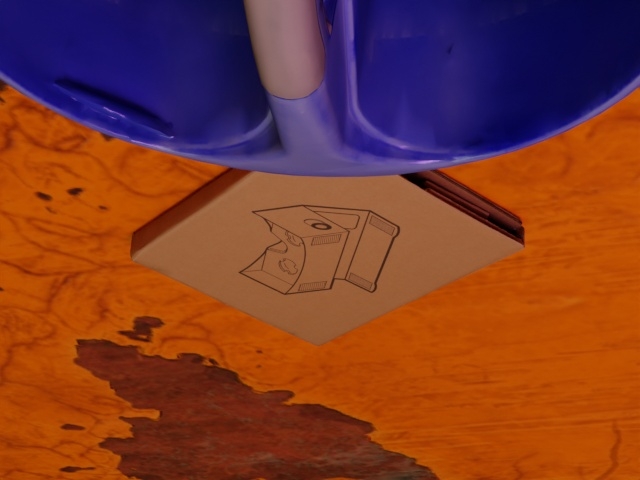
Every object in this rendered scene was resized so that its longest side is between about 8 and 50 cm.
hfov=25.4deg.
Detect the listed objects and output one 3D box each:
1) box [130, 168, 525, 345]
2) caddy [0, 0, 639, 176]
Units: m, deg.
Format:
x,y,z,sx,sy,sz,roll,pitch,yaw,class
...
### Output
x,y,z,sx,sy,sz,roll,pitch,yaw,class
0.000,0.000,0.894,0.164,0.021,0.201,27,143,-30,box
-0.007,-0.134,0.395,0.241,0.179,0.341,1,153,4,caddy
